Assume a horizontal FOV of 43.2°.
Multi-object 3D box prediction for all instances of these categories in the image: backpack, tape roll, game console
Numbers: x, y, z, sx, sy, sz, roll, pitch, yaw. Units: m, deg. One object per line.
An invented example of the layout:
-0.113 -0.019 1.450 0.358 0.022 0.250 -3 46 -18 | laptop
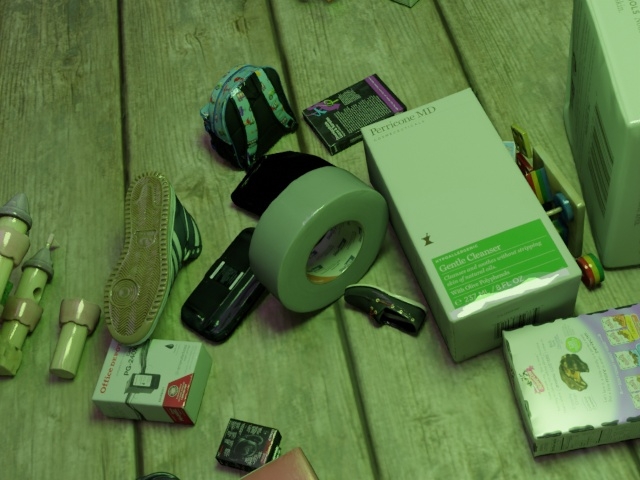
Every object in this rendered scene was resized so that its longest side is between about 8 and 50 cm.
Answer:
-0.136 -0.236 1.440 0.117 0.173 0.158 33 68 30 | backpack
0.000 0.000 1.210 0.219 0.219 0.072 -40 55 -16 | tape roll
-0.103 0.000 1.332 0.213 0.044 0.361 23 68 39 | game console

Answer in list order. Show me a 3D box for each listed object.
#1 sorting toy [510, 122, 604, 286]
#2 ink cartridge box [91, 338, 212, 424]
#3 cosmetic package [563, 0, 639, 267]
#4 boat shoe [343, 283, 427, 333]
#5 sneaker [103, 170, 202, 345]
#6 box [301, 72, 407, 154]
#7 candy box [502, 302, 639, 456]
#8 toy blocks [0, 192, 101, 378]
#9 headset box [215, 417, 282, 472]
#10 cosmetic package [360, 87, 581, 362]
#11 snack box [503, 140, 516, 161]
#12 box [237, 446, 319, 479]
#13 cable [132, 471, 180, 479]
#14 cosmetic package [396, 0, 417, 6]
0.341 -0.060 1.229 0.046 0.132 0.274 -23 53 -2 | sorting toy
-0.252 0.209 1.214 0.151 0.063 0.109 2 55 14 | ink cartridge box
0.582 -0.196 1.150 0.394 0.329 0.327 -6 53 8 | cosmetic package
0.093 0.102 1.221 0.133 0.049 0.042 18 53 19 | boat shoe
-0.261 0.046 1.297 0.099 0.153 0.282 0 67 11 | sneaker
0.062 -0.233 1.484 0.162 0.029 0.116 -27 53 -9 | box
0.360 0.187 1.087 0.196 0.070 0.164 -11 53 4 | candy box
-0.532 0.043 1.265 0.309 0.288 0.260 -2 58 15 | toy blocks
-0.097 0.292 1.139 0.083 0.032 0.062 9 58 17 | headset box
0.214 -0.029 1.213 0.197 0.155 0.365 -22 58 -2 | cosmetic package
0.241 -0.139 1.378 0.178 0.022 0.064 2 56 14 | snack box
-0.015 0.395 0.973 0.127 0.148 0.232 -28 54 -9 | box
-0.233 0.408 1.085 0.151 0.047 0.184 -8 51 1 | cable
0.220 -0.589 1.683 0.099 0.060 0.239 33 67 28 | cosmetic package
